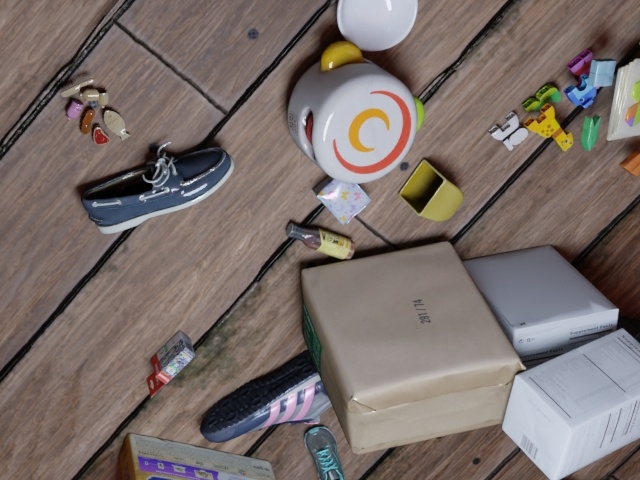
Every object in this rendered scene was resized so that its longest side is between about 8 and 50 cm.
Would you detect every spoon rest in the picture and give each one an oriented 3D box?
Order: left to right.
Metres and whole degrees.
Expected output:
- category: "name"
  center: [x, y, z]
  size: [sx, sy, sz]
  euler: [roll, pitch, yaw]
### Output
- category: "spoon rest"
  center: [0.081, -0.431, 1.643]
  size: [0.137, 0.084, 0.276]
  euler: [-15, 119, -9]

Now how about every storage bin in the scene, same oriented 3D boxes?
- category: "storage bin"
  center: [0.666, 0.214, 2.141]
  size: [0.135, 0.091, 0.098]
  euler: [12, 112, -21]

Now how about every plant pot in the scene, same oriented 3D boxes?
- category: "plant pot"
  center: [0.208, -0.082, 1.864]
  size: [0.083, 0.081, 0.081]
  euler: [23, 108, -38]

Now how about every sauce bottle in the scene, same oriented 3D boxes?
- category: "sauce bottle"
  center: [0.000, 0.000, 1.861]
  size: [0.128, 0.042, 0.042]
  euler: [18, 109, -26]

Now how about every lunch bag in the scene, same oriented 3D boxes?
- category: "lunch bag"
  center: [0.039, -0.077, 1.828]
  size: [0.071, 0.053, 0.083]
  euler: [-42, 110, 4]

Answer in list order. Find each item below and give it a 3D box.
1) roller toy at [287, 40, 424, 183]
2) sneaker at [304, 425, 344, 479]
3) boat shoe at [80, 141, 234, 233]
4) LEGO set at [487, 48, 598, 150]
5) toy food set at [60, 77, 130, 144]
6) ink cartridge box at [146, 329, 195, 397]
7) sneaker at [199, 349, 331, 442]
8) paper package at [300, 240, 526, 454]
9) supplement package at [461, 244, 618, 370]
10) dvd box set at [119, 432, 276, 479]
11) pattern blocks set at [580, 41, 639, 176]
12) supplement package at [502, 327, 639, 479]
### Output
- category: "roller toy"
  center: [0.047, -0.204, 1.711]
  size: [0.209, 0.146, 0.191]
  euler: [35, 96, -38]
- category: "sneaker"
  center: [0.017, 0.443, 2.071]
  size: [0.065, 0.076, 0.166]
  euler: [-24, 120, -5]
- category: "boat shoe"
  center: [-0.268, -0.097, 1.706]
  size: [0.254, 0.095, 0.079]
  euler: [-21, 132, 5]
- category: "LEGO set"
  center: [0.425, -0.221, 1.851]
  size: [0.227, 0.087, 0.093]
  euler: [-39, 120, 6]
- category: "toy food set"
  center: [-0.364, -0.202, 1.664]
  size: [0.078, 0.019, 0.122]
  euler: [-25, 128, -3]
- category: "ink cartridge box"
  center: [-0.280, 0.223, 1.878]
  size: [0.115, 0.063, 0.029]
  euler: [-44, 121, 8]
- category: "sneaker"
  center: [-0.067, 0.318, 1.963]
  size: [0.319, 0.112, 0.131]
  euler: [-27, 118, -1]
- category: "paper package"
  center: [0.145, 0.182, 1.820]
  size: [0.309, 0.325, 0.168]
  euler: [-10, 132, -13]
- category: "supplement package"
  center: [0.392, 0.141, 1.922]
  size: [0.204, 0.262, 0.145]
  euler: [-10, 119, -13]
- category: "dvd box set"
  center: [-0.188, 0.516, 1.849]
  size: [0.307, 0.420, 0.062]
  euler: [16, 110, -24]
- category: "pattern blocks set"
  center: [0.596, -0.254, 1.865]
  size: [0.325, 0.026, 0.285]
  euler: [-20, 122, -26]
- category: "supplement package"
  center: [0.448, 0.271, 1.730]
  size: [0.244, 0.139, 0.134]
  euler: [-18, 134, -26]
